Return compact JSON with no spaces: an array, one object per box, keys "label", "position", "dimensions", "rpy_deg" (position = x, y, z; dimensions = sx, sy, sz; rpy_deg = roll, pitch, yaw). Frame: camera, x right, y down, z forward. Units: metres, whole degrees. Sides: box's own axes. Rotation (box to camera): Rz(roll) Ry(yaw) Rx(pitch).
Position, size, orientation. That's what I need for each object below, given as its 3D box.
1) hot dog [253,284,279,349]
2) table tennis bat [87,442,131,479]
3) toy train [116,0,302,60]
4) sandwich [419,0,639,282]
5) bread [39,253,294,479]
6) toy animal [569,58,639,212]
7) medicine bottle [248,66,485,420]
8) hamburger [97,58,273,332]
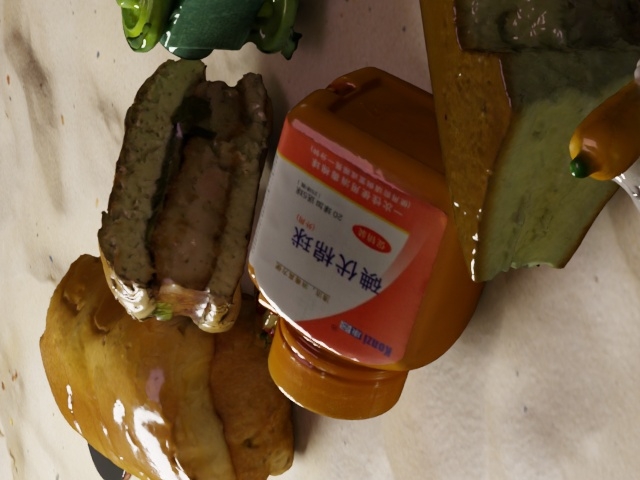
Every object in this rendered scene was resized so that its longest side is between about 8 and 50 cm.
[{"label":"hot dog","position":[0.000,0.000,1.376],"dimensions":[0.250,0.076,0.104],"rpy_deg":[-60,43,51]},{"label":"table tennis bat","position":[-0.230,0.155,1.895],"dimensions":[0.130,0.019,0.220],"rpy_deg":[10,105,60]},{"label":"toy train","position":[-0.076,-0.263,1.390],"dimensions":[0.271,0.159,0.188],"rpy_deg":[122,141,-49]},{"label":"sandwich","position":[0.134,-0.098,1.062],"dimensions":[0.128,0.122,0.235],"rpy_deg":[172,90,-66]},{"label":"bread","position":[-0.153,0.119,1.599],"dimensions":[0.344,0.149,0.195],"rpy_deg":[17,111,60]},{"label":"toy animal","position":[0.206,-0.040,0.925],"dimensions":[0.127,0.131,0.181],"rpy_deg":[10,89,26]},{"label":"medicine bottle","position":[0.036,0.011,1.223],"dimensions":[0.149,0.112,0.222],"rpy_deg":[31,127,21]},{"label":"hamburger","position":[-0.112,-0.032,1.464],"dimensions":[0.131,0.124,0.262],"rpy_deg":[101,179,-52]}]
